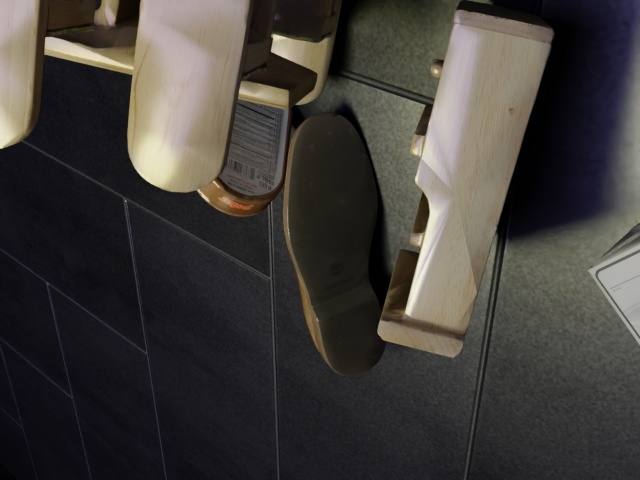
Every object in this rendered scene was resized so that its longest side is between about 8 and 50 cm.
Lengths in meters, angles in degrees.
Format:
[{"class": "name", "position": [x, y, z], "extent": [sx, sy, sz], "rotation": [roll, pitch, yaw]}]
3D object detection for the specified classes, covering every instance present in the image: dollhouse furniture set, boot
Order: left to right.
[{"class": "dollhouse furniture set", "position": [-0.041, -0.098, 0.680], "extent": [0.395, 0.362, 0.256], "rotation": [14, 111, 6]}, {"class": "boot", "position": [0.000, 0.000, 0.931], "extent": [0.115, 0.112, 0.305], "rotation": [-145, 45, -61]}]

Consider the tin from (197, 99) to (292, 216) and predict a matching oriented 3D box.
[{"class": "tin", "position": [-0.084, -0.114, 0.888], "extent": [0.106, 0.189, 0.040], "rotation": [23, 143, -28]}]

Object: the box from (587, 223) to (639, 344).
[{"class": "box", "position": [0.363, 0.093, 0.607], "extent": [0.289, 0.087, 0.169], "rotation": [56, 142, 3]}]
